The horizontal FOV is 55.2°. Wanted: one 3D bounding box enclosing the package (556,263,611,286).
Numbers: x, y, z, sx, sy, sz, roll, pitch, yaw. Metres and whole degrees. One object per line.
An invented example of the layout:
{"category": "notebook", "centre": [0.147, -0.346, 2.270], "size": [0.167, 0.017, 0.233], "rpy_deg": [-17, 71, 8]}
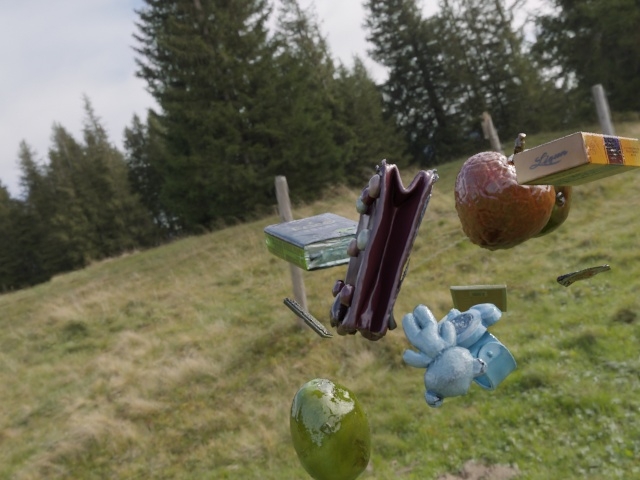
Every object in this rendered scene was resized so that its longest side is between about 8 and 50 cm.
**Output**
{"category": "package", "centre": [0.832, 0.108, 1.926], "size": [0.154, 0.030, 0.239], "rpy_deg": [-24, -15, 23]}

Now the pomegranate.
{"category": "pomegranate", "centre": [0.632, -0.155, 1.965], "size": [0.323, 0.291, 0.291], "rpy_deg": [14, 22, 32]}

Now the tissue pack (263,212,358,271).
{"category": "tissue pack", "centre": [0.000, 0.000, 1.275], "size": [0.173, 0.073, 0.235], "rpy_deg": [-12, 14, -21]}

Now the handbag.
{"category": "handbag", "centre": [0.066, 0.018, 0.766], "size": [0.074, 0.216, 0.203], "rpy_deg": [17, -5, -1]}

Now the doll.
{"category": "doll", "centre": [0.205, 0.198, 1.069], "size": [0.120, 0.075, 0.180], "rpy_deg": [-39, 41, 11]}

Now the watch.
{"category": "watch", "centre": [0.405, 0.288, 1.596], "size": [0.211, 0.193, 0.211], "rpy_deg": [-35, 12, 9]}

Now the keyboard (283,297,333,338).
{"category": "keyboard", "centre": [-0.026, 0.168, 1.327], "size": [0.015, 0.129, 0.049], "rpy_deg": [-56, -29, 8]}

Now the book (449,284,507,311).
{"category": "book", "centre": [0.506, 0.186, 1.945], "size": [0.170, 0.018, 0.242], "rpy_deg": [-3, -24, 15]}

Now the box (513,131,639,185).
{"category": "box", "centre": [0.524, -0.161, 1.241], "size": [0.237, 0.070, 0.152], "rpy_deg": [-6, -7, -40]}

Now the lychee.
{"category": "lychee", "centre": [0.463, -0.119, 1.550], "size": [0.255, 0.300, 0.255], "rpy_deg": [22, 9, -4]}

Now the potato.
{"category": "potato", "centre": [0.025, 0.437, 1.388], "size": [0.186, 0.253, 0.148], "rpy_deg": [-28, 9, -16]}
